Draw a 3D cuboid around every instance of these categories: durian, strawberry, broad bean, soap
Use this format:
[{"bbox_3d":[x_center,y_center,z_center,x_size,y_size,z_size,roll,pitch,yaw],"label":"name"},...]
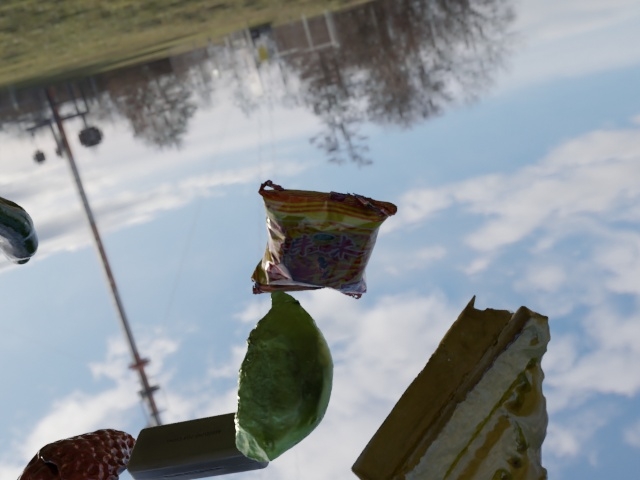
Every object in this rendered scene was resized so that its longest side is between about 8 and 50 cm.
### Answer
[{"bbox_3d":[-0.049,0.202,1.503,0.101,0.139,0.250,-25,-139,60],"label":"durian"},{"bbox_3d":[-0.470,0.440,1.952,0.280,0.150,0.253,-45,-178,-28],"label":"strawberry"},{"bbox_3d":[-0.452,-0.037,1.305,0.144,0.049,0.292,-8,154,38],"label":"broad bean"},{"bbox_3d":[0.261,0.274,1.411,0.338,0.304,0.169,-54,-153,5],"label":"soap"}]

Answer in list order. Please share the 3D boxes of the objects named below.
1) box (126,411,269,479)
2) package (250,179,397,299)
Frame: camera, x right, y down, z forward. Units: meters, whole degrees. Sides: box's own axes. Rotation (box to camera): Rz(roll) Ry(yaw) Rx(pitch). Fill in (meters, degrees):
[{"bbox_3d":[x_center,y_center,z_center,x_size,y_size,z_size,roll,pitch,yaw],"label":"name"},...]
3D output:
[{"bbox_3d":[-0.195,0.340,1.689,0.244,0.055,0.103,-14,-146,20],"label":"box"},{"bbox_3d":[-0.007,-0.001,1.727,0.223,0.288,0.108,6,-131,-7],"label":"package"}]
